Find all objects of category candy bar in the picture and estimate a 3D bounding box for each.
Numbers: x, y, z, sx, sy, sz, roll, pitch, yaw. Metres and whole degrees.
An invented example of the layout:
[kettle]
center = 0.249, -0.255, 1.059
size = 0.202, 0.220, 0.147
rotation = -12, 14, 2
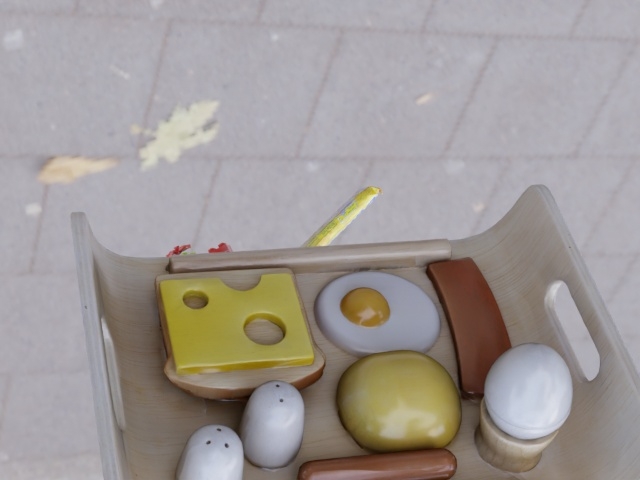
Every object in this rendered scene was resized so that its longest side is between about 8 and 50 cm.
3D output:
[candy bar]
center = 0.000, 0.000, 1.299
size = 0.161, 0.018, 0.040
rotation = -44, -172, -20

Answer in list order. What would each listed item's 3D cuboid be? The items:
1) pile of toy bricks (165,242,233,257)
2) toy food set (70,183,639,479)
[pile of toy bricks]
center = -0.083, 0.049, 1.003
size = 0.118, 0.105, 0.212
rotation = -27, 175, 4
[toy food set]
center = 0.019, 0.057, 0.772
size = 0.306, 0.220, 0.092
rotation = -3, 137, -16
